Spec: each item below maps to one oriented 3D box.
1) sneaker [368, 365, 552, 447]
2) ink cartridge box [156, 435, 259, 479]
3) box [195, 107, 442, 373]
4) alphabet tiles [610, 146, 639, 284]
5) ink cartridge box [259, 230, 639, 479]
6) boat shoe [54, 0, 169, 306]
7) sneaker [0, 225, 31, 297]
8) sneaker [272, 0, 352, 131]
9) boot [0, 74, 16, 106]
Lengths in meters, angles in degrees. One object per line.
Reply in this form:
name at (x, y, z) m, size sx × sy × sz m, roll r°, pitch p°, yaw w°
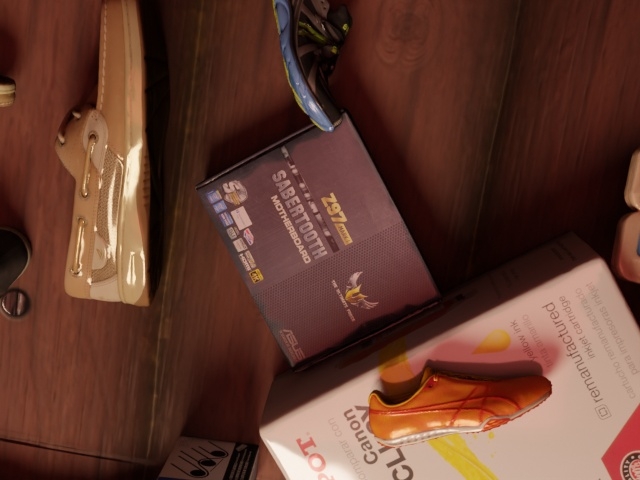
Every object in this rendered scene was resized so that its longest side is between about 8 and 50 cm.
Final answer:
sneaker at (0.129, 0.147, 0.901) m, size 0.175 × 0.064 × 0.067 m, roll -13°, pitch 87°, yaw 4°
ink cartridge box at (-0.125, 0.272, 1.027) m, size 0.097 × 0.207 × 0.046 m, roll 6°, pitch 101°, yaw 2°
box at (0.000, 0.000, 1.039) m, size 0.183 × 0.059 × 0.233 m, roll -26°, pitch 96°, yaw 7°
alphabet tiles at (0.431, 0.002, 0.984) m, size 0.284 × 0.021 × 0.278 m, roll 14°, pitch 84°, yaw -14°
ink cartridge box at (0.168, 0.206, 1.021) m, size 0.384 × 0.160 × 0.279 m, roll -28°, pitch 98°, yaw 8°
boat shoe at (-0.224, -0.096, 1.006) m, size 0.110 × 0.121 × 0.341 m, roll 4°, pitch 102°, yaw 2°
sneaker at (-0.417, 0.079, 1.052) m, size 0.083 × 0.118 × 0.222 m, roll 39°, pitch 100°, yaw -5°
sneaker at (-0.003, -0.204, 0.980) m, size 0.078 × 0.067 × 0.188 m, roll -10°, pitch 77°, yaw 0°
boot at (-0.420, -0.094, 1.041) m, size 0.213 × 0.077 × 0.165 m, roll -4°, pitch 100°, yaw 9°
